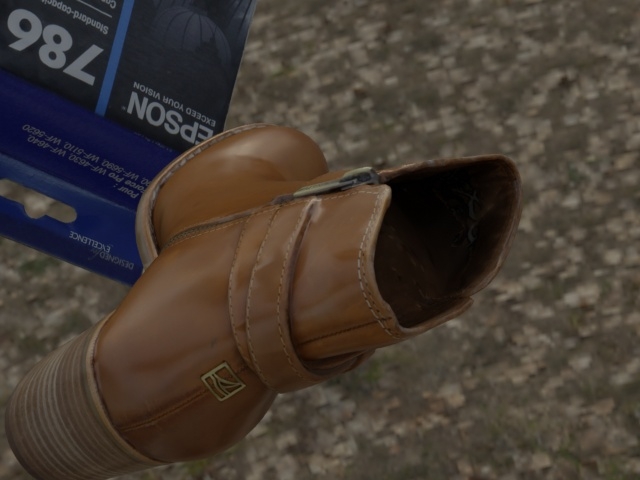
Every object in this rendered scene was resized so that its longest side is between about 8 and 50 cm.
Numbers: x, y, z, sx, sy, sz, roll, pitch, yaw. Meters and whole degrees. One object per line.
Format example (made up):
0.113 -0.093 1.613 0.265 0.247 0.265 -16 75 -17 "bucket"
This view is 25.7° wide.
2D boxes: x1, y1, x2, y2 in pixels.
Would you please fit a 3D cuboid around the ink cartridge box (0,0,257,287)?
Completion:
-0.121 -0.153 0.842 0.065 0.165 0.332 -10 62 52 "ink cartridge box"

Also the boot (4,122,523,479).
0.000 0.000 0.454 0.152 0.073 0.197 -26 21 36 "boot"
